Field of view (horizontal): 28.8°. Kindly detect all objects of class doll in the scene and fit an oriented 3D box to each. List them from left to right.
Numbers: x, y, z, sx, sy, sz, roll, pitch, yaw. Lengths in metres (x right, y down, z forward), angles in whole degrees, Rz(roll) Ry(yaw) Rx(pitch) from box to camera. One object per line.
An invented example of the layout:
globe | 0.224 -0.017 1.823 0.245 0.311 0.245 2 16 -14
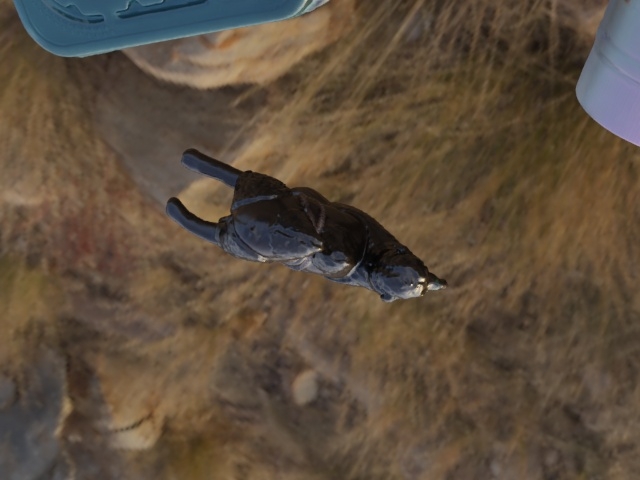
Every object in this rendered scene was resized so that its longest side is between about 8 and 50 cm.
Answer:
doll | 0.000 0.000 0.782 0.139 0.057 0.165 19 -177 -43

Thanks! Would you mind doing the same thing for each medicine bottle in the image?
medicine bottle | 0.336 -0.214 1.088 0.152 0.152 0.254 26 124 11

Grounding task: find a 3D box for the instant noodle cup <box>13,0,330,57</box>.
instant noodle cup | -0.080 -0.177 0.588 0.179 0.070 0.157 -3 119 31
